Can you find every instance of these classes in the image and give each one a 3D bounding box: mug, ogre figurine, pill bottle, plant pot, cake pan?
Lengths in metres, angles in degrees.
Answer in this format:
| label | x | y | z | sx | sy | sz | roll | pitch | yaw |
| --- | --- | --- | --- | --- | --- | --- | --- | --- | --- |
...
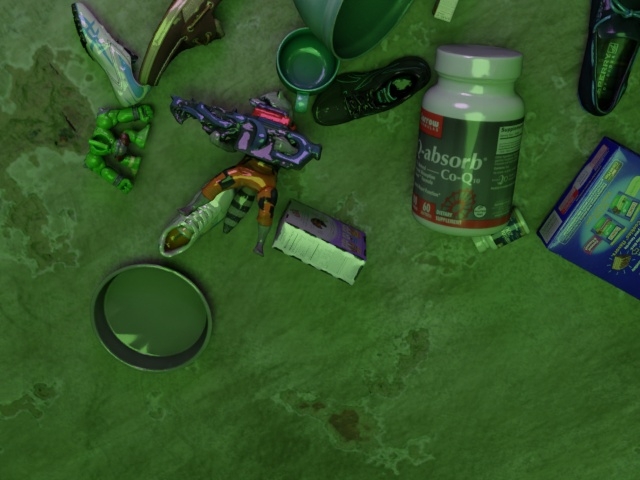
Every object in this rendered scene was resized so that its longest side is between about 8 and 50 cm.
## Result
| label | x | y | z | sx | sy | sz | roll | pitch | yaw |
| --- | --- | --- | --- | --- | --- | --- | --- | --- | --- |
| mug | -0.036 | -0.353 | 1.699 | 0.129 | 0.097 | 0.157 | 41 | 88 | -3 |
| ogre figurine | -0.444 | -0.211 | 1.800 | 0.118 | 0.096 | 0.197 | 16 | 124 | -15 |
| pill bottle | 0.400 | -0.020 | 1.840 | 0.120 | 0.067 | 0.067 | -28 | 108 | 14 |
| plant pot | 0.049 | -0.520 | 1.566 | 0.196 | 0.293 | 0.293 | 40 | 111 | 16 |
| pill bottle | 0.305 | -0.208 | 1.694 | 0.210 | 0.210 | 0.362 | 3 | 112 | 2 |
| cake pan | -0.401 | 0.181 | 1.977 | 0.293 | 0.054 | 0.293 | 1 | 112 | 3 |

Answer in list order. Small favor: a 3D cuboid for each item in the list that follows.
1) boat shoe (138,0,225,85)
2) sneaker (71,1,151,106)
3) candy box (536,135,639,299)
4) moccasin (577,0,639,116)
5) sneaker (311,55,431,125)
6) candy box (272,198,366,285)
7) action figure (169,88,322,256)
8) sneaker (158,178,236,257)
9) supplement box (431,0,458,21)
| label | x | y | z | sx | sy | sz | roll | pitch | yaw |
| --- | --- | --- | --- | --- | --- | --- | --- | --- | --- |
| boat shoe | -0.250 | -0.447 | 1.678 | 0.123 | 0.123 | 0.342 | 31 | 100 | -16 |
| sneaker | -0.443 | -0.398 | 1.739 | 0.086 | 0.085 | 0.237 | -34 | 104 | -12 |
| candy box | 0.684 | -0.032 | 1.790 | 0.317 | 0.122 | 0.268 | 29 | 110 | -7 |
| moccasin | 0.605 | -0.413 | 1.641 | 0.138 | 0.117 | 0.341 | 2 | 112 | 3 |
| sneaker | 0.100 | -0.310 | 1.721 | 0.267 | 0.106 | 0.101 | -23 | 110 | 13 |
| candy box | 0.000 | 0.000 | 1.819 | 0.196 | 0.165 | 0.070 | 25 | 110 | -7 |
| action figure | -0.175 | -0.180 | 1.757 | 0.341 | 0.178 | 0.330 | 28 | 91 | 8 |
| sneaker | -0.276 | -0.046 | 1.857 | 0.087 | 0.092 | 0.228 | 41 | 107 | -11 |
| supplement box | 0.259 | -0.495 | 1.658 | 0.036 | 0.062 | 0.098 | 18 | 111 | -5 |
